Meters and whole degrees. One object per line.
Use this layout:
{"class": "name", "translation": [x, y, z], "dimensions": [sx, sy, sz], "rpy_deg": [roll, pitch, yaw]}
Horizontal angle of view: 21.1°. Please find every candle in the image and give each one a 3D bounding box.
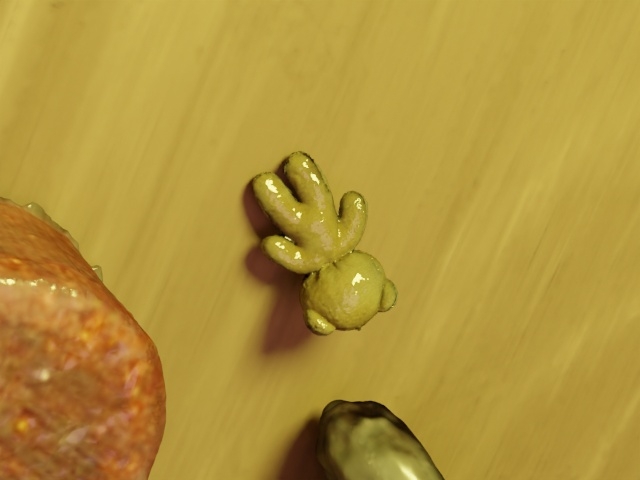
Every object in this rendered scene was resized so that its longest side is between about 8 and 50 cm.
{"class": "candle", "translation": [-0.232, 0.102, 0.759], "dimensions": [0.317, 0.131, 0.287], "rpy_deg": [-47, 125, -5]}

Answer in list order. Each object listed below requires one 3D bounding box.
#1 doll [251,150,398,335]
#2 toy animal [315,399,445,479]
{"class": "doll", "translation": [0.003, 0.002, 0.898], "dimensions": [0.061, 0.051, 0.093], "rpy_deg": [-29, 124, -8]}
{"class": "toy animal", "translation": [0.107, 0.252, 0.989], "dimensions": [0.194, 0.302, 0.344], "rpy_deg": [-31, 150, -9]}
